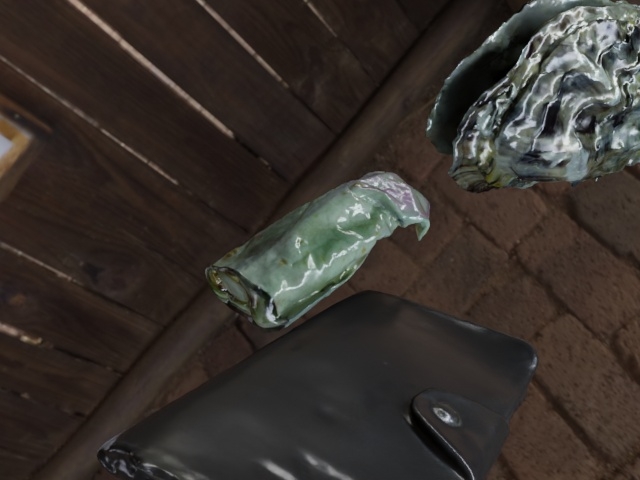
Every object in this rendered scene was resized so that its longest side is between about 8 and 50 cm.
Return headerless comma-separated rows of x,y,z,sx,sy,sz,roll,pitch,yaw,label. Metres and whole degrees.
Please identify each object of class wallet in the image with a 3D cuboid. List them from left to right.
0.033,0.120,0.569,0.197,0.377,0.051,21,110,23,wallet

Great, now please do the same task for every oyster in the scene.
0.266,-0.135,0.721,0.350,0.162,0.158,-8,68,-13,oyster

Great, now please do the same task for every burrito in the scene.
0.000,0.000,0.826,0.229,0.089,0.144,-36,28,-22,burrito
